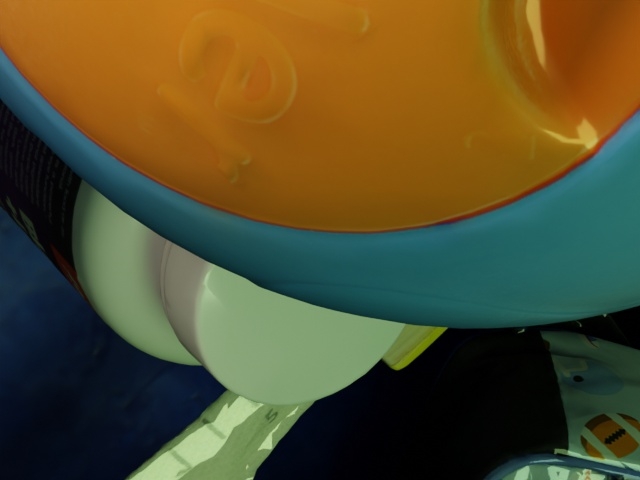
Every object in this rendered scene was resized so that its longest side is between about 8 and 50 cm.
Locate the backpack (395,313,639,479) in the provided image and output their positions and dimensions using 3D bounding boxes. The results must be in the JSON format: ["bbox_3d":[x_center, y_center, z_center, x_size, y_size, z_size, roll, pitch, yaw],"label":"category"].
[{"bbox_3d":[0.159,0.180,0.804,0.263,0.213,0.276,8,123,-16],"label":"backpack"}]

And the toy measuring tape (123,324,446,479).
[{"bbox_3d":[0.000,0.000,0.731,0.330,0.121,0.121,-43,129,-2],"label":"toy measuring tape"}]

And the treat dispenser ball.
[{"bbox_3d":[0.037,-0.123,0.446,0.288,0.288,0.288,-14,121,-25],"label":"treat dispenser ball"}]

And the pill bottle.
[{"bbox_3d":[-0.048,-0.023,0.633,0.108,0.193,0.108,-14,120,-25],"label":"pill bottle"}]
